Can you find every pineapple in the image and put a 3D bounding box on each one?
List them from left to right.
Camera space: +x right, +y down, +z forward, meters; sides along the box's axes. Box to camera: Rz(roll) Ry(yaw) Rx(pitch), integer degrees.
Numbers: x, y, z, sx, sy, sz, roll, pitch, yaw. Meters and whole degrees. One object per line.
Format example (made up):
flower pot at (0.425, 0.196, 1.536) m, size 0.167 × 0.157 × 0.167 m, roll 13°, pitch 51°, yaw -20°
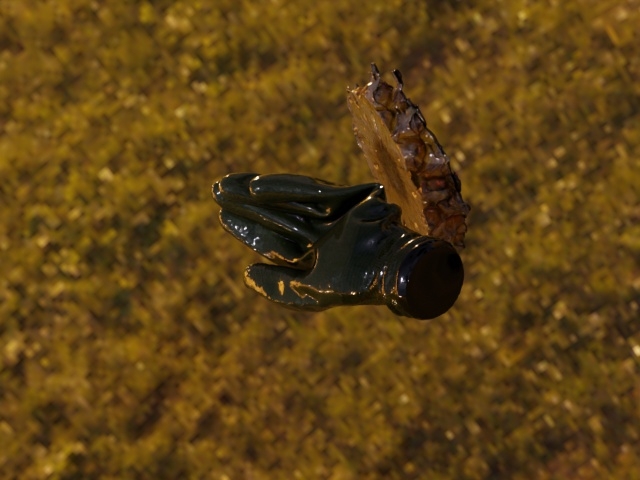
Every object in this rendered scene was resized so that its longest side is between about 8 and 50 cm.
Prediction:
pineapple at (0.083, -0.081, 1.845) m, size 0.047 × 0.221 × 0.221 m, roll -28°, pitch 32°, yaw -12°

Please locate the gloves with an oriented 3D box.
gloves at (0.010, 0.005, 1.614) m, size 0.268 × 0.107 × 0.135 m, roll 22°, pitch 86°, yaw 36°
